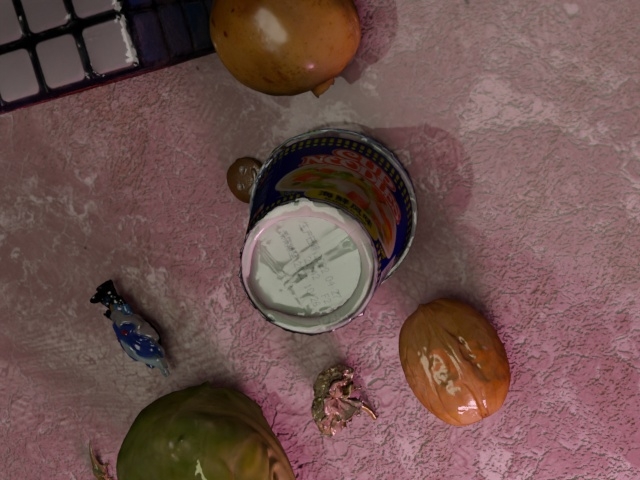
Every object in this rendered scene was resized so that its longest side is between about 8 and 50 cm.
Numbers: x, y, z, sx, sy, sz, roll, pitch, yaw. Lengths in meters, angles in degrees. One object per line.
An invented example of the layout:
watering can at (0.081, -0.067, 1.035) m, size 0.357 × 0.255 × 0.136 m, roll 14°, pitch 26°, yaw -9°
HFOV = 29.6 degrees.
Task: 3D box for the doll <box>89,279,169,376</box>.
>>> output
doll at (-0.323, 0.158, 2.106) m, size 0.195 × 0.070 × 0.096 m, roll 51°, pitch 144°, yaw 4°

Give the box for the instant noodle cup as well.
instant noodle cup at (0.000, 0.000, 1.788) m, size 0.284 × 0.312 × 0.284 m, roll 2°, pitch 106°, yaw 7°

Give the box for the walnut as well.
walnut at (0.207, 0.186, 1.876) m, size 0.159 × 0.159 × 0.207 m, roll -30°, pitch 93°, yaw 24°

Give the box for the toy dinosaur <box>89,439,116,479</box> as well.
toy dinosaur at (-0.401, 0.418, 2.219) m, size 0.041 × 0.026 × 0.113 m, roll 5°, pitch 115°, yaw 36°

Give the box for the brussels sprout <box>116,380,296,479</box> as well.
brussels sprout at (-0.189, 0.397, 2.027) m, size 0.328 × 0.247 × 0.328 m, roll 16°, pitch 121°, yaw 30°

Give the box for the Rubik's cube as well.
Rubik's cube at (-0.374, -0.396, 1.832) m, size 0.343 × 0.344 × 0.337 m, roll -13°, pitch 99°, yaw 20°

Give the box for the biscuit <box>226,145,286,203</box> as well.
biscuit at (-0.060, -0.082, 1.969) m, size 0.205 × 0.031 × 0.138 m, roll 16°, pitch 109°, yaw 17°

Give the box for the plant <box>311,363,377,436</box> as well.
plant at (0.044, 0.267, 1.990) m, size 0.121 × 0.104 × 0.117 m, roll 14°, pitch 133°, yaw -9°

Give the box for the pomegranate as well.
pomegranate at (-0.054, -0.323, 1.803) m, size 0.233 × 0.233 × 0.233 m, roll 5°, pitch 105°, yaw 19°
